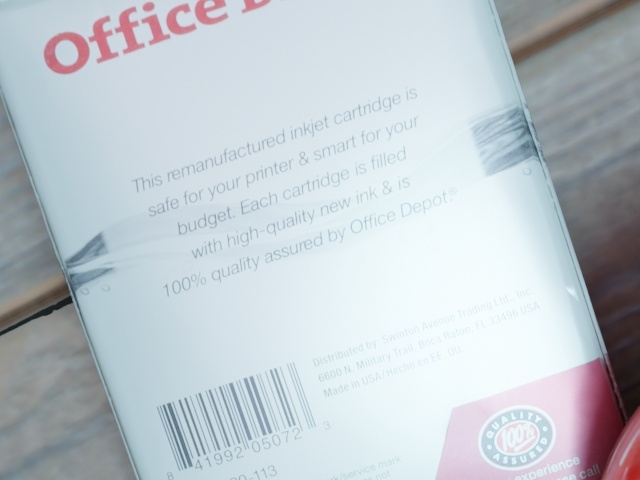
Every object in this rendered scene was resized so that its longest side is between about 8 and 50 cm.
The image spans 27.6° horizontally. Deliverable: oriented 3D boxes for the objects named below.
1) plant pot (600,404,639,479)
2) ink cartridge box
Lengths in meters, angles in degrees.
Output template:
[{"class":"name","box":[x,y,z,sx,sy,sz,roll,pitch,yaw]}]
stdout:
[{"class":"plant pot","box":[0.284,0.127,0.499,0.243,0.275,0.275,-16,96,-37]},{"class":"ink cartridge box","box":[0.000,0.000,0.585,0.207,0.117,0.283,-18,95,3]}]
